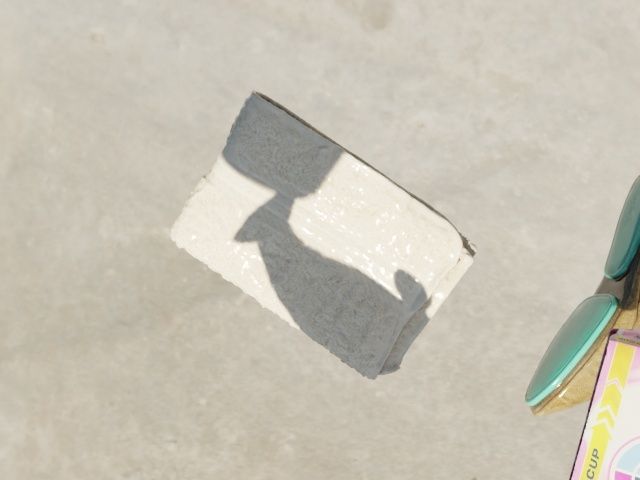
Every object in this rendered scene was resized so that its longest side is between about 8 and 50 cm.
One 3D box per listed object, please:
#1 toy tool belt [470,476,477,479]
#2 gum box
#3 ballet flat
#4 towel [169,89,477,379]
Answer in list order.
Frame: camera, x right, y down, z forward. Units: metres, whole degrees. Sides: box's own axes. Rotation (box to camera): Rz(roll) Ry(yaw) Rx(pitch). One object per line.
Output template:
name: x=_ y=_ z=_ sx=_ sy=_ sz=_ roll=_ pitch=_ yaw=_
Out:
toy tool belt: x=0.133 y=0.263 z=0.869 sx=0.083 sy=0.052 sz=0.051 roll=-50 pitch=13 yaw=-13
gum box: x=0.252 y=0.167 z=0.699 sx=0.107 sy=0.062 sz=0.189 roll=15 pitch=94 yaw=16
ballet flat: x=0.373 y=0.078 z=1.091 sx=0.342 sy=0.124 sz=0.116 roll=-61 pitch=5 yaw=-9
towel: x=0.000 y=0.000 z=0.938 sx=0.282 sy=0.049 sz=0.187 roll=33 pitch=103 yaw=1
